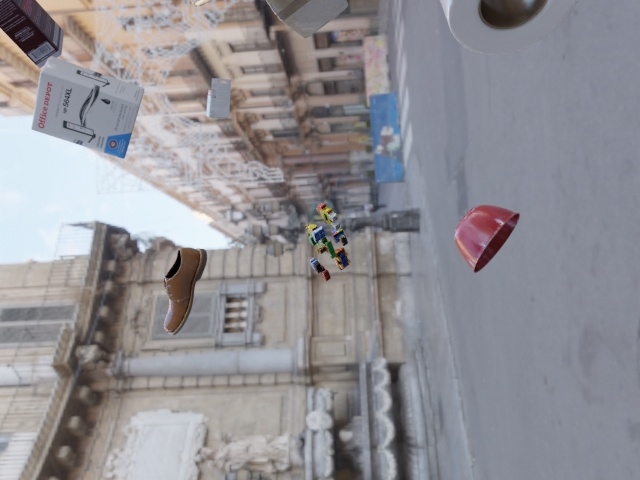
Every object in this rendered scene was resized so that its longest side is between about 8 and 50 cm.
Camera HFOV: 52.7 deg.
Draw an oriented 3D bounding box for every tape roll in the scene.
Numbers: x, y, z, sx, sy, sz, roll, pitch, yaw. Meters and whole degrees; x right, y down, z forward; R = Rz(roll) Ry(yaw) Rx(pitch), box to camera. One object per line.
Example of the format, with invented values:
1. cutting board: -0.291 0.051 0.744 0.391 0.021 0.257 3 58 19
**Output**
1. tape roll: 0.335 -0.493 1.189 0.246 0.246 0.169 82 180 -56

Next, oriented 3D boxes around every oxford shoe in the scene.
1. oxford shoe: -0.328 0.113 1.474 0.076 0.076 0.212 25 100 52

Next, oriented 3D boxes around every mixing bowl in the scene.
1. mixing bowl: 0.396 -0.021 1.591 0.098 0.181 0.181 40 156 22

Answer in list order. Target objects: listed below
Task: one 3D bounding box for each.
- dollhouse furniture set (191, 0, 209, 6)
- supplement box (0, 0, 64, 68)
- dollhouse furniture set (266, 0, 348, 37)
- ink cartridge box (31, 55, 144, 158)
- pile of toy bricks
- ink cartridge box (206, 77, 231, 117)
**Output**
1. dollhouse furniture set: -0.123 -0.581 1.347 0.151 0.301 0.198 34 -117 -40
2. supplement box: -0.706 -0.533 1.495 0.239 0.073 0.130 53 -168 -43
3. dollhouse furniture set: 0.056 -0.451 0.693 0.256 0.394 0.362 54 -167 -4
4. ink cartridge box: -0.501 -0.283 1.392 0.086 0.203 0.148 -96 27 -50
5. pile of toy bricks: 0.000 0.000 1.710 0.105 0.118 0.212 41 160 41
6. ink cartridge box: -0.303 -0.425 1.930 0.029 0.062 0.115 35 122 58
